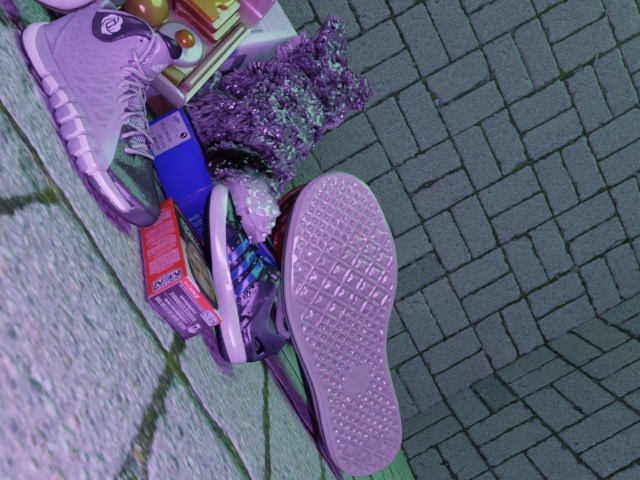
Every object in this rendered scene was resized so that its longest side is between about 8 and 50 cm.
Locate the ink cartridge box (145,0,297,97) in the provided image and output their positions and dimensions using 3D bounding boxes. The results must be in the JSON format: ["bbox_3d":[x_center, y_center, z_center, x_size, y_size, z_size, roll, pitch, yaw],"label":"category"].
[{"bbox_3d":[-0.226,-0.393,0.930,0.131,0.306,0.226,-30,-91,50],"label":"ink cartridge box"}]

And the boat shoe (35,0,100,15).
[{"bbox_3d":[-0.321,-0.353,0.520,0.302,0.113,0.103,51,1,4],"label":"boat shoe"}]

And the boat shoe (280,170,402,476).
[{"bbox_3d":[0.029,0.135,0.871,0.156,0.187,0.499,-142,-139,-68],"label":"boat shoe"}]

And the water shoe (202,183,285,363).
[{"bbox_3d":[-0.087,0.036,0.614,0.073,0.080,0.203,167,-84,-71],"label":"water shoe"}]

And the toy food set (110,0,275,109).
[{"bbox_3d":[-0.211,-0.356,0.777,0.220,0.306,0.092,40,-38,-17],"label":"toy food set"}]

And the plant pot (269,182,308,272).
[{"bbox_3d":[0.000,0.000,0.973,0.191,0.191,0.174,61,-4,-35],"label":"plant pot"}]

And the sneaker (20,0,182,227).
[{"bbox_3d":[-0.182,-0.136,0.519,0.228,0.132,0.086,61,0,2],"label":"sneaker"}]

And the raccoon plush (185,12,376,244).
[{"bbox_3d":[-0.020,-0.171,0.838,0.446,0.299,0.216,63,1,44],"label":"raccoon plush"}]

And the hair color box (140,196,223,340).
[{"bbox_3d":[-0.144,0.025,0.546,0.072,0.043,0.141,63,-1,-41],"label":"hair color box"}]

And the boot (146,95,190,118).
[{"bbox_3d":[-0.297,-0.315,1.078,0.295,0.104,0.211,57,0,3],"label":"boot"}]

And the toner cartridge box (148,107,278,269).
[{"bbox_3d":[-0.170,-0.054,0.922,0.165,0.075,0.348,63,1,27],"label":"toner cartridge box"}]

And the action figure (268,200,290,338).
[{"bbox_3d":[-0.077,0.056,1.186,0.276,0.248,0.370,3,55,-58],"label":"action figure"}]
